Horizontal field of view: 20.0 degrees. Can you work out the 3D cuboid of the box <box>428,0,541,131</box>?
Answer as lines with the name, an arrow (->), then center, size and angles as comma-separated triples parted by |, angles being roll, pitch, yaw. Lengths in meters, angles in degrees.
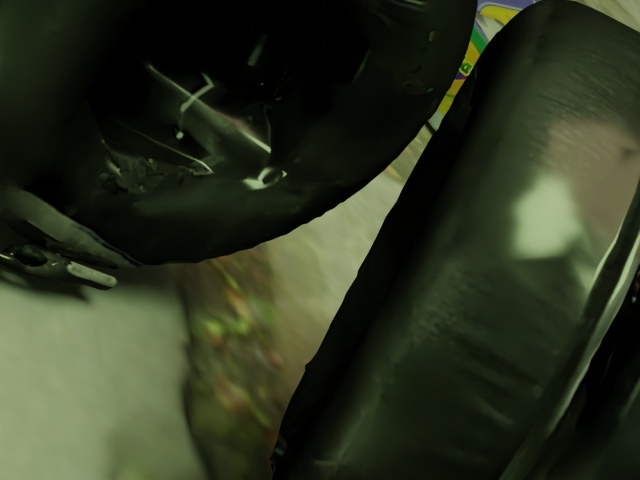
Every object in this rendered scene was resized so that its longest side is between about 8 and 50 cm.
box -> 0.104, -0.015, 0.670 | 0.105, 0.043, 0.179 | -1, 54, -57

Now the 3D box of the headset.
headset -> 0.000, 0.000, 0.409 | 0.243, 0.185, 0.394 | 44, 39, 20
